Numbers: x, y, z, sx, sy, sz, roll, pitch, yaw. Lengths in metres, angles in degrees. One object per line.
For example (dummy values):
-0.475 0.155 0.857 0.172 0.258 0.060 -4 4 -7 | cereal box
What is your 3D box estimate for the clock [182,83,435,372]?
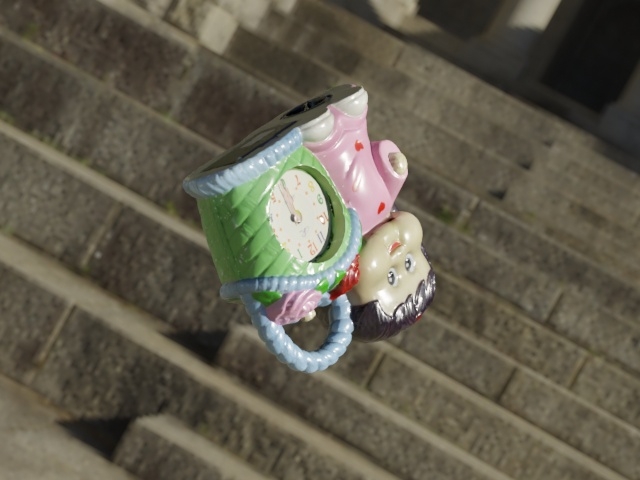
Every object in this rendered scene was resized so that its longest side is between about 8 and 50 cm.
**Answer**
0.000 0.000 1.070 0.100 0.194 0.196 -9 -67 46 | clock
